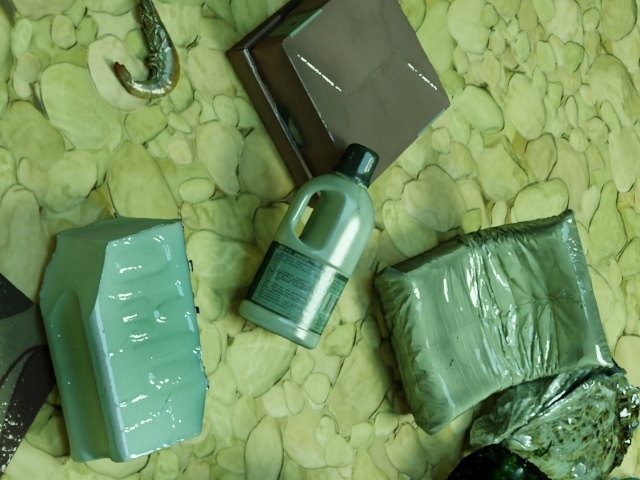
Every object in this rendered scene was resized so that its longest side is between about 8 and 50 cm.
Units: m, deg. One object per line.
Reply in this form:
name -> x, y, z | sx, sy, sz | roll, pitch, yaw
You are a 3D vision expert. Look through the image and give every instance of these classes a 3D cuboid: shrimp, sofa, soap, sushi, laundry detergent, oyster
shrimp -> -0.186, -0.202, 1.803 | 0.083, 0.023, 0.114 | -24, 105, -41
sofa -> 0.199, 0.094, 2.032 | 0.225, 0.176, 0.210 | -20, 99, -44
soap -> -0.191, 0.090, 1.706 | 0.145, 0.091, 0.230 | -16, 97, -48
sushi -> 0.190, 0.352, 2.018 | 0.127, 0.124, 0.225 | 37, 67, -39
laundry detergent -> 0.000, 0.000, 1.870 | 0.099, 0.070, 0.225 | 27, 89, -18
oyster -> 0.303, 0.224, 2.179 | 0.268, 0.112, 0.198 | 31, 85, -46

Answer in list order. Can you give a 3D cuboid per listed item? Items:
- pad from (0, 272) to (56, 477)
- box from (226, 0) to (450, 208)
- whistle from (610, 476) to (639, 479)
pad -> -0.369, 0.160, 1.584 | 0.220, 0.004, 0.330 | 46, 55, -30
box -> 0.028, -0.180, 1.966 | 0.215, 0.086, 0.215 | -44, 115, -38
whistle -> 0.356, 0.377, 2.209 | 0.274, 0.093, 0.186 | -29, 131, -40
